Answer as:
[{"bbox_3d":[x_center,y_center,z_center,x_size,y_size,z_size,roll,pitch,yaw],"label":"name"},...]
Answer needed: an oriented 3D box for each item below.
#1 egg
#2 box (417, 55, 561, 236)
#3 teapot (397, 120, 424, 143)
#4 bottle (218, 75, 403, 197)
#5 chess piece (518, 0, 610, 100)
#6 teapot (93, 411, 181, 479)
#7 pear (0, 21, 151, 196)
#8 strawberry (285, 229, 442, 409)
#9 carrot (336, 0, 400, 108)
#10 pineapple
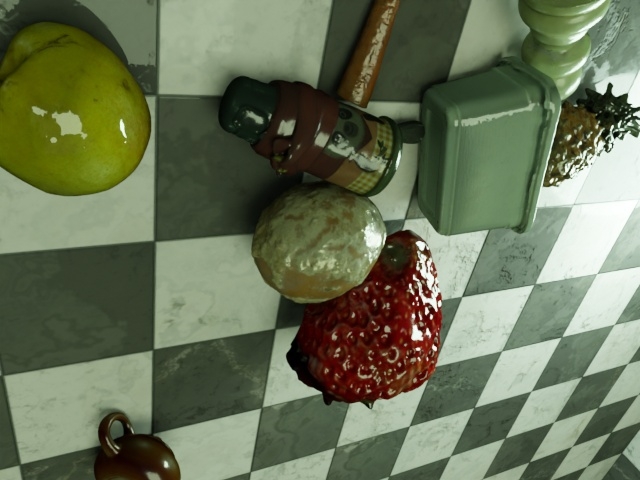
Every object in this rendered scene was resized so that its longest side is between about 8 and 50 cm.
[{"bbox_3d":[0.000,0.000,0.923,0.245,0.203,0.203,-22,133,-29],"label":"egg"},{"bbox_3d":[0.285,-0.154,0.992,0.182,0.175,0.312,-13,130,-10],"label":"box"},{"bbox_3d":[0.136,-0.186,0.934,0.110,0.043,0.043,-15,134,-51],"label":"teapot"},{"bbox_3d":[-0.019,-0.154,0.814,0.271,0.156,0.143,16,121,-25],"label":"bottle"},{"bbox_3d":[0.402,-0.340,0.921,0.144,0.144,0.251,-33,148,-3],"label":"chess piece"},{"bbox_3d":[-0.375,0.445,1.113,0.178,0.135,0.252,-13,116,17],"label":"teapot"},{"bbox_3d":[-0.302,-0.147,0.651,0.200,0.200,0.200,-15,130,-19],"label":"pear"},{"bbox_3d":[0.117,0.165,1.055,0.291,0.292,0.310,21,130,-38],"label":"strawberry"},{"bbox_3d":[0.085,-0.319,0.830,0.057,0.057,0.224,5,118,-32],"label":"carrot"},{"bbox_3d":[0.530,-0.218,1.082,0.340,0.169,0.169,-20,131,-18],"label":"pineapple"}]
